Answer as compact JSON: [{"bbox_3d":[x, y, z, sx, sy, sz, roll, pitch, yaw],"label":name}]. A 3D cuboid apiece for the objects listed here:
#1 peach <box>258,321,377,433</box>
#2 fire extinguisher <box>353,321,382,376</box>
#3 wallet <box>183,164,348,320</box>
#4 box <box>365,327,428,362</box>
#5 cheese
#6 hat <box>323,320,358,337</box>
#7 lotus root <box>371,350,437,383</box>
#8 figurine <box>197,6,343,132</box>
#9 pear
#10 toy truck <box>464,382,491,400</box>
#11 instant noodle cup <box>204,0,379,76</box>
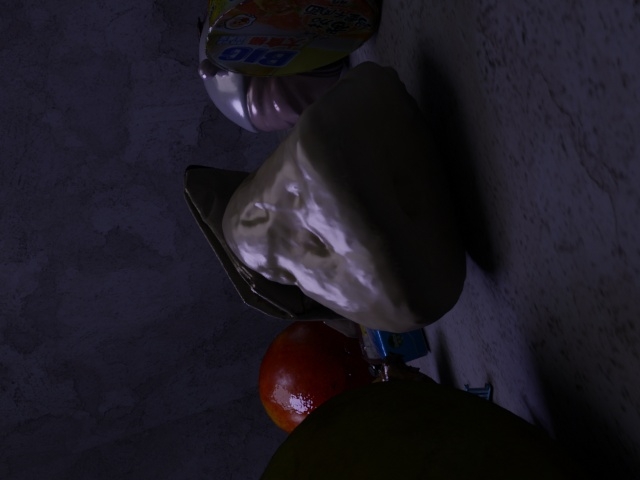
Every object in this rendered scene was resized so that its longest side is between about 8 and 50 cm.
[{"bbox_3d":[0.010,0.375,2.079,0.370,0.370,0.369,162,90,-86],"label":"peach"},{"bbox_3d":[0.116,0.202,1.630,0.106,0.075,0.252,-114,6,-61],"label":"fire extinguisher"},{"bbox_3d":[0.001,-0.003,0.960,0.274,0.336,0.068,60,137,43],"label":"wallet"},{"bbox_3d":[0.115,0.129,1.315,0.194,0.073,0.139,180,72,-86],"label":"box"},{"bbox_3d":[0.032,-0.017,0.791,0.248,0.173,0.251,50,135,-9],"label":"cheese"},{"bbox_3d":[0.090,0.112,1.715,0.173,0.144,0.166,-64,-10,25],"label":"hat"},{"bbox_3d":[0.148,0.310,1.185,0.169,0.152,0.342,33,139,59],"label":"lotus root"},{"bbox_3d":[-0.089,-0.297,1.228,0.361,0.211,0.253,-114,7,-64],"label":"figurine"},{"bbox_3d":[0.091,0.305,0.627,0.413,0.352,0.351,39,149,57],"label":"pear"},{"bbox_3d":[0.188,0.213,0.911,0.073,0.056,0.090,-45,-49,-85],"label":"toy truck"},{"bbox_3d":[-0.040,-0.299,0.869,0.205,0.205,0.152,91,171,-77],"label":"instant noodle cup"}]
